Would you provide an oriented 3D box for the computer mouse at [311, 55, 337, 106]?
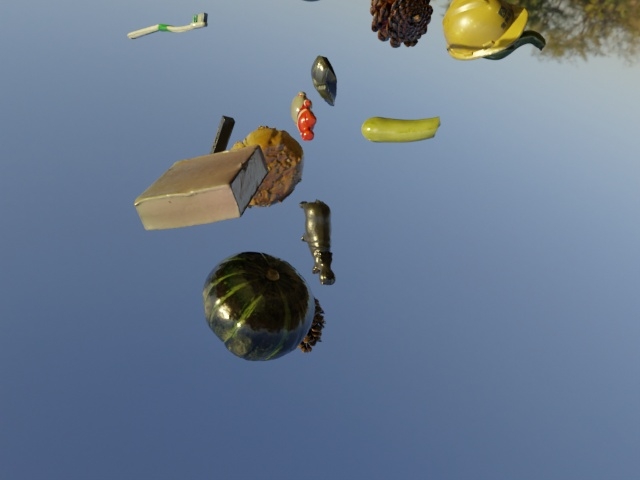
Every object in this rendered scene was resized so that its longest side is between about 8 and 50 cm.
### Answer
[{"bbox_3d":[0.008,-0.516,1.779,0.062,0.192,0.105,-28,-122,-12],"label":"computer mouse"}]

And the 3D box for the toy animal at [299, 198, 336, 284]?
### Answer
[{"bbox_3d":[-0.005,0.006,2.143,0.106,0.342,0.168,-7,178,-21],"label":"toy animal"}]

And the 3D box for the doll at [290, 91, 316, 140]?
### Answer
[{"bbox_3d":[-0.059,-0.430,1.865,0.076,0.142,0.245,2,-147,-14],"label":"doll"}]

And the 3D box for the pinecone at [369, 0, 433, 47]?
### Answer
[{"bbox_3d":[0.240,-0.706,1.686,0.208,0.207,0.207,13,-150,-8],"label":"pinecone"}]

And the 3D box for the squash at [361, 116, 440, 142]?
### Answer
[{"bbox_3d":[0.254,-0.353,1.732,0.250,0.083,0.083,2,-153,12],"label":"squash"}]

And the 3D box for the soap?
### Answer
[{"bbox_3d":[-0.318,-0.151,1.496,0.286,0.107,0.296,-7,-153,16],"label":"soap"}]

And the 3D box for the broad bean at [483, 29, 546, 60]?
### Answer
[{"bbox_3d":[0.568,-0.589,1.653,0.214,0.070,0.048,-4,-167,23],"label":"broad bean"}]

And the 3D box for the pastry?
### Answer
[{"bbox_3d":[-0.215,-0.280,2.052,0.284,0.315,0.184,37,-171,-30],"label":"pastry"}]

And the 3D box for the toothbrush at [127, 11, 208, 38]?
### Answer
[{"bbox_3d":[-0.350,-0.474,1.225,0.304,0.030,0.030,9,-162,41],"label":"toothbrush"}]

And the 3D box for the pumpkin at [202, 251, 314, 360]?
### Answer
[{"bbox_3d":[-0.172,0.176,1.514,0.323,0.241,0.323,26,-148,-18],"label":"pumpkin"}]

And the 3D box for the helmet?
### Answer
[{"bbox_3d":[0.449,-0.645,1.577,0.140,0.205,0.257,34,167,-39],"label":"helmet"}]

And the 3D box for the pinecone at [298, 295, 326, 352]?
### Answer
[{"bbox_3d":[-0.072,0.275,1.863,0.179,0.204,0.184,-10,-148,-3],"label":"pinecone"}]

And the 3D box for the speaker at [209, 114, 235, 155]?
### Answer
[{"bbox_3d":[-0.373,-0.372,2.041,0.046,0.191,0.040,9,-148,-29],"label":"speaker"}]
